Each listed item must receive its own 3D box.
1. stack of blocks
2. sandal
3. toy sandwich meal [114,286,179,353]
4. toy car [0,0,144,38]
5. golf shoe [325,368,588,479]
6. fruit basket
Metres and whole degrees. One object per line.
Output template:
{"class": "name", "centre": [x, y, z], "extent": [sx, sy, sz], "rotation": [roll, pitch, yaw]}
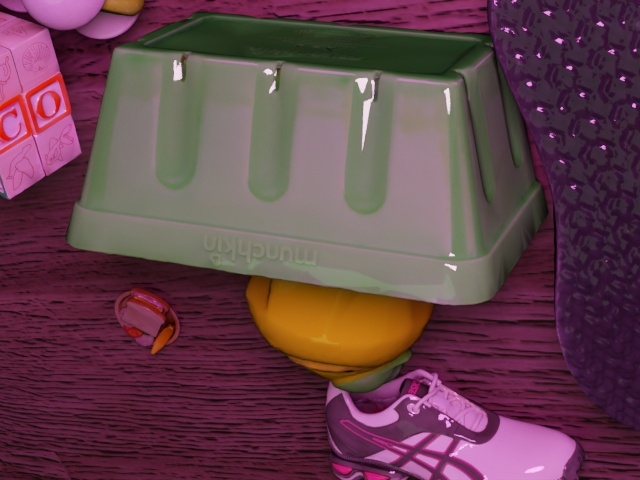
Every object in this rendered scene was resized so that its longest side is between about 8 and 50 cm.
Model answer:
{"class": "stack of blocks", "centre": [-0.354, -0.136, 1.297], "extent": [0.297, 0.087, 0.171], "rotation": [22, 137, 37]}
{"class": "sandal", "centre": [0.257, -0.048, 1.151], "extent": [0.168, 0.107, 0.445], "rotation": [-9, 114, 19]}
{"class": "toy sandwich meal", "centre": [-0.189, 0.087, 1.513], "extent": [0.086, 0.029, 0.085], "rotation": [13, 131, 15]}
{"class": "toy car", "centre": [-0.227, -0.253, 1.191], "extent": [0.182, 0.159, 0.136], "rotation": [20, 96, 9]}
{"class": "golf shoe", "centre": [0.127, 0.197, 1.411], "extent": [0.273, 0.105, 0.120], "rotation": [1, 120, 24]}
{"class": "fruit basket", "centre": [0.000, 0.000, 1.216], "extent": [0.392, 0.283, 0.392], "rotation": [8, 112, 19]}
